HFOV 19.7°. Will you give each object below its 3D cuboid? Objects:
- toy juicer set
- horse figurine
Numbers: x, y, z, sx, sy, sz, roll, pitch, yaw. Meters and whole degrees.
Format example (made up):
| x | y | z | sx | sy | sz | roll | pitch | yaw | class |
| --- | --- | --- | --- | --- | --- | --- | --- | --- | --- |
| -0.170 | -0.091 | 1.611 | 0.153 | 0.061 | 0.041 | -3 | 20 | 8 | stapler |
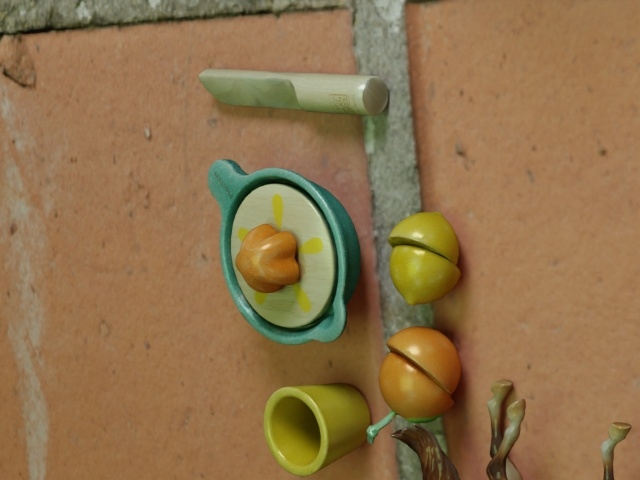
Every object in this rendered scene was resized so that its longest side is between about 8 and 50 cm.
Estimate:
| x | y | z | sx | sy | sz | roll | pitch | yaw | class |
| --- | --- | --- | --- | --- | --- | --- | --- | --- | --- |
| 0.000 | 0.000 | 1.363 | 0.209 | 0.089 | 0.329 | -22 | 83 | 45 | toy juicer set |
| 0.164 | 0.198 | 1.261 | 0.263 | 0.066 | 0.175 | 13 | 102 | 40 | horse figurine |
